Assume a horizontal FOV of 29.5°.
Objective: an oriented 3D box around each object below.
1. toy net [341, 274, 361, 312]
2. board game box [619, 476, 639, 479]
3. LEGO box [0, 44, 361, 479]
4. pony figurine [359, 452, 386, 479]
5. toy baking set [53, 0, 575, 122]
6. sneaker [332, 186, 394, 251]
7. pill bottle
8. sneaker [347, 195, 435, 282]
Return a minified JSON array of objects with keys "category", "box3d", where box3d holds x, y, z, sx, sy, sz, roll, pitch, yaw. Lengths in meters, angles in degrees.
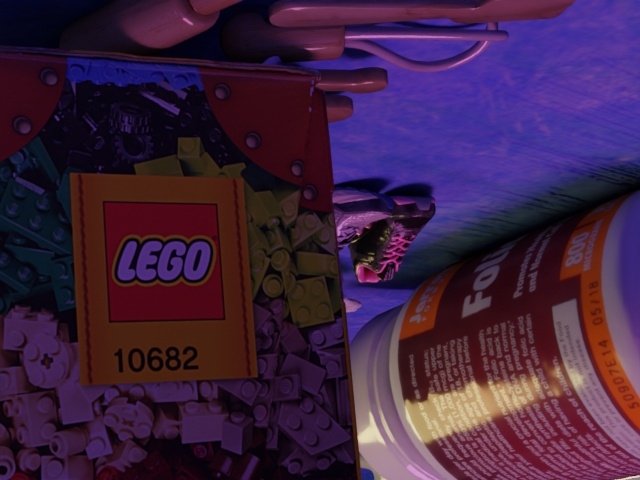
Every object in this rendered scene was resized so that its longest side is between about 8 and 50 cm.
[{"category":"toy net","box3d":[-0.045,0.034,1.053,0.232,0.045,0.122,5,159,-42]},{"category":"board game box","box3d":[0.425,0.116,1.132,0.390,0.050,0.390,-37,-174,-34]},{"category":"LEGO box","box3d":[-0.170,0.148,0.718,0.193,0.372,0.500,0,167,-26]},{"category":"pony figurine","box3d":[0.128,0.370,1.917,0.364,0.350,0.303,8,167,22]},{"category":"toy baking set","box3d":[-0.016,-0.098,0.600,0.197,0.030,0.256,2,167,-44]},{"category":"sneaker","box3d":[0.000,0.000,0.909,0.135,0.058,0.052,-18,161,34]},{"category":"pill bottle","box3d":[0.203,0.105,1.071,0.224,0.224,0.392,4,161,-35]},{"category":"sneaker","box3d":[0.056,0.001,0.942,0.047,0.057,0.119,2,162,-23]}]
